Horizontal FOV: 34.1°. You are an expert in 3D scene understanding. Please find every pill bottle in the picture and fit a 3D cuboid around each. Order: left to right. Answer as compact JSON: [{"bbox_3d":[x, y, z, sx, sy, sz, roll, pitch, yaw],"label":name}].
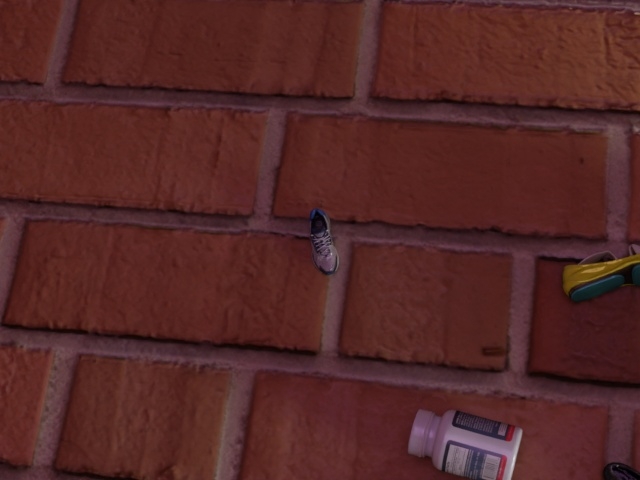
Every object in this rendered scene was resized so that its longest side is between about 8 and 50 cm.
[{"bbox_3d":[0.247,0.351,1.793,0.180,0.108,0.108,14,73,14],"label":"pill bottle"}]

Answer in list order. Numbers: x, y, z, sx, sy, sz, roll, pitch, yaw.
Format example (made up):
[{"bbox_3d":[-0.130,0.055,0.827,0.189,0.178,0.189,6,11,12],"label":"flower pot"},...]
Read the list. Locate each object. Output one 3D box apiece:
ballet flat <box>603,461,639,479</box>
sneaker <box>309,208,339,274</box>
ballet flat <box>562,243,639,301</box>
[{"bbox_3d":[0.553,0.428,1.745,0.173,0.049,0.057,26,77,17],"label":"ballet flat"},{"bbox_3d":[0.000,0.000,1.990,0.052,0.058,0.135,-15,69,3],"label":"sneaker"},{"bbox_3d":[0.548,0.047,1.880,0.231,0.077,0.077,-13,52,6],"label":"ballet flat"}]
